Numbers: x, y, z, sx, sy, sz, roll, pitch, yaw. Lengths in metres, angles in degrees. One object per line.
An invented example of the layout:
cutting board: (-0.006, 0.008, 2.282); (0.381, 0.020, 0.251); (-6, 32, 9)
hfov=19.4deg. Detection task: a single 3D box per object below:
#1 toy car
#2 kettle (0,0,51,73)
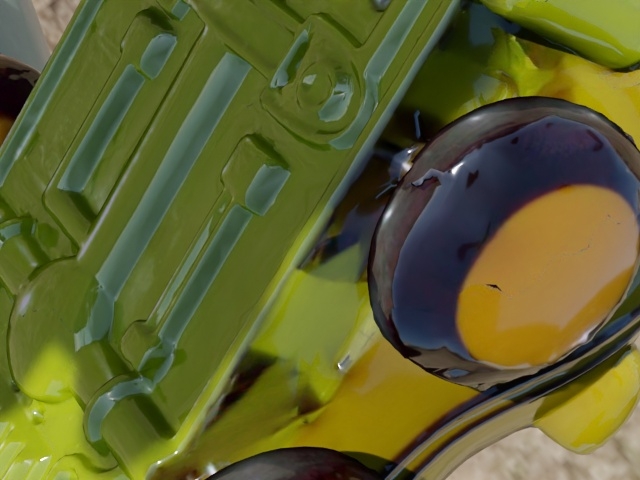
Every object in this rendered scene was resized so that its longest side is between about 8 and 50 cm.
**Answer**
toy car: (0.000, 0.000, 0.445); (0.142, 0.200, 0.248); (19, 113, -42)
kettle: (-0.177, -0.068, 0.730); (0.161, 0.221, 0.236); (-36, 125, -26)
